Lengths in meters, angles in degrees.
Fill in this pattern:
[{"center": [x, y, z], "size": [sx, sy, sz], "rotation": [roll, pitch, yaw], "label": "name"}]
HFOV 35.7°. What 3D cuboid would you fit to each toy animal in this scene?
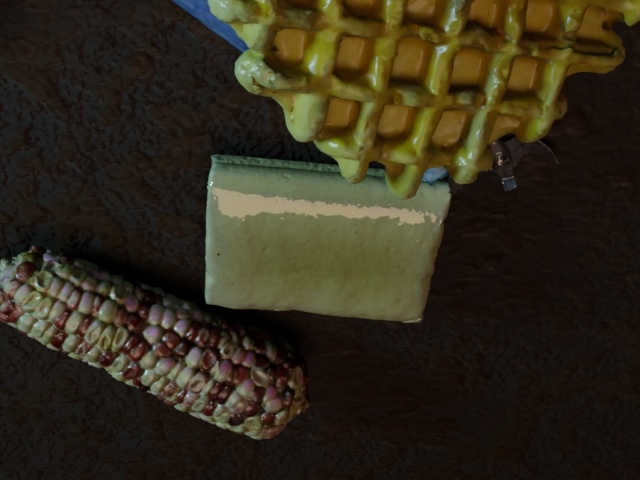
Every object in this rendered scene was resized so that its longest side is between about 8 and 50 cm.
[{"center": [0.129, -0.061, 0.727], "size": [0.084, 0.028, 0.050], "rotation": [-15, 137, 12], "label": "toy animal"}]

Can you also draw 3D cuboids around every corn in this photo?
[{"center": [-0.133, 0.080, 0.815], "size": [0.280, 0.092, 0.092], "rotation": [28, 125, -19], "label": "corn"}]

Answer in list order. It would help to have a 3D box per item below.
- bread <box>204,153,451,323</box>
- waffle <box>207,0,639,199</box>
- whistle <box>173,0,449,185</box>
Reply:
[{"center": [0.000, -0.001, 0.759], "size": [0.178, 0.060, 0.140], "rotation": [6, 130, -4], "label": "bread"}, {"center": [0.065, -0.151, 0.587], "size": [0.250, 0.056, 0.261], "rotation": [-33, 125, 8], "label": "waffle"}, {"center": [-0.024, -0.139, 0.640], "size": [0.304, 0.062, 0.062], "rotation": [33, 123, -25], "label": "whistle"}]
